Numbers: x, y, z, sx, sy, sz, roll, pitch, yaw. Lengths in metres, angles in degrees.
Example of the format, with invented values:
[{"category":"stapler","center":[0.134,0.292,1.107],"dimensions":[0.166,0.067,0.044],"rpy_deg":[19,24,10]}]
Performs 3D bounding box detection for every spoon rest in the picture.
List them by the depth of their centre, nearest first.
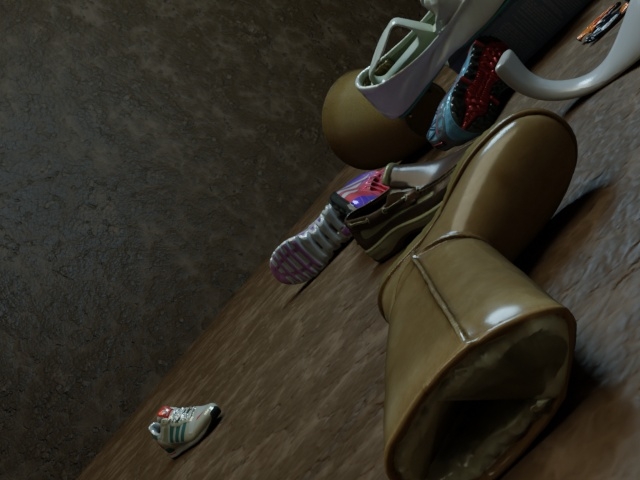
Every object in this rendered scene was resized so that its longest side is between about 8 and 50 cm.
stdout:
[{"category":"spoon rest","center":[0.325,-0.225,0.747],"dimensions":[0.276,0.084,0.137],"rpy_deg":[-24,22,41]}]

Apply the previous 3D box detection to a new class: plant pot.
[{"category":"plant pot","center":[0.163,-0.272,1.553],"dimensions":[0.237,0.237,0.254],"rpy_deg":[-49,22,-13]}]

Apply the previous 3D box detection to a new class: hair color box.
[{"category":"hair color box","center":[0.386,-0.465,1.299],"dimensions":[0.374,0.114,0.185],"rpy_deg":[-43,33,28]}]

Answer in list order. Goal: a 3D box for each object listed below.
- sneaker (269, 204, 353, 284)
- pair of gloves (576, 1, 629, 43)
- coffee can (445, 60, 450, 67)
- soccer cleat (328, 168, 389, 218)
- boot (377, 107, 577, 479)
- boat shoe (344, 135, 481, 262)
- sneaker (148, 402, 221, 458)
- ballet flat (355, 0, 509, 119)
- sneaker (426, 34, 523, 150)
[{"category":"sneaker","center":[0.000,0.000,1.459],"dimensions":[0.236,0.095,0.104],"rpy_deg":[-41,1,13]},{"category":"pair of gloves","center":[0.394,-0.302,0.988],"dimensions":[0.074,0.010,0.083],"rpy_deg":[-44,10,19]},{"category":"coffee can","center":[0.369,-0.541,1.784],"dimensions":[0.201,0.201,0.275],"rpy_deg":[-45,7,21]},{"category":"soccer cleat","center":[0.089,-0.073,1.224],"dimensions":[0.116,0.108,0.318],"rpy_deg":[-43,4,6]},{"category":"boot","center":[0.125,0.020,0.487],"dimensions":[0.236,0.089,0.269],"rpy_deg":[-57,4,12]},{"category":"boat shoe","center":[0.122,-0.065,0.952],"dimensions":[0.257,0.095,0.095],"rpy_deg":[-42,8,39]},{"category":"sneaker","center":[-0.228,0.298,1.160],"dimensions":[0.161,0.075,0.057],"rpy_deg":[-43,8,40]},{"category":"ballet flat","center":[0.199,-0.377,1.260],"dimensions":[0.400,0.139,0.139],"rpy_deg":[-47,5,39]},{"category":"sneaker","center":[0.252,-0.251,1.213],"dimensions":[0.262,0.104,0.125],"rpy_deg":[-52,5,-35]}]
